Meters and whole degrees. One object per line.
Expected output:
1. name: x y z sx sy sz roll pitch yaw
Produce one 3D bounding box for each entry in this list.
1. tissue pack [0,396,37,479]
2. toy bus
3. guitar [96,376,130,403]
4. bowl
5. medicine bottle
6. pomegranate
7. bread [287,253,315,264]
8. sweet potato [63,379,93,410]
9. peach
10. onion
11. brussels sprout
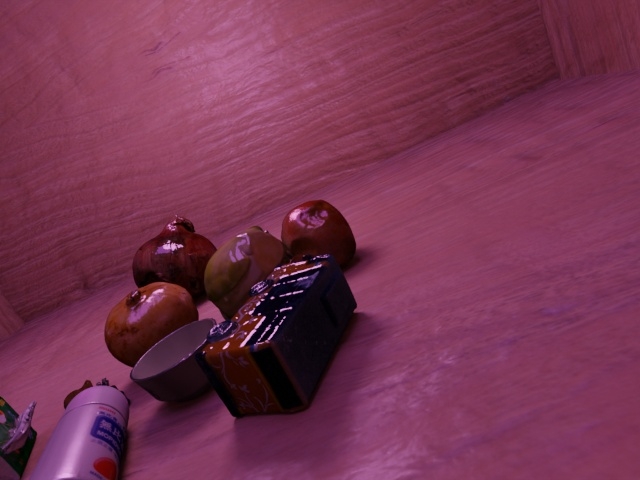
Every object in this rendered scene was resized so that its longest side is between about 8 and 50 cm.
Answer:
1. tissue pack: -0.743 0.464 0.954 0.156 0.148 0.209 -34 17 -21
2. toy bus: -0.066 0.171 0.820 0.194 0.162 0.323 -16 19 31
3. guitar: -0.562 0.403 1.077 0.083 0.038 0.271 -33 17 -29
4. bowl: -0.303 0.281 0.922 0.211 0.112 0.211 -23 15 6
5. medicine bottle: -0.431 0.384 0.753 0.130 0.130 0.341 -30 15 -14
6. pomegranate: -0.457 0.228 1.124 0.248 0.249 0.248 -24 15 7
7. bread: -0.046 0.104 1.086 0.086 0.125 0.156 -36 10 40
8. sweet potato: -0.621 0.426 1.056 0.069 0.060 0.249 9 -1 -29
9. peach: 0.000 0.000 1.233 0.214 0.214 0.235 -34 51 -29
10. onion: -0.550 0.104 1.619 0.353 0.354 0.354 -24 15 7
11. brussels sprout: -0.200 0.099 1.167 0.259 0.227 0.294 -54 1 -42
